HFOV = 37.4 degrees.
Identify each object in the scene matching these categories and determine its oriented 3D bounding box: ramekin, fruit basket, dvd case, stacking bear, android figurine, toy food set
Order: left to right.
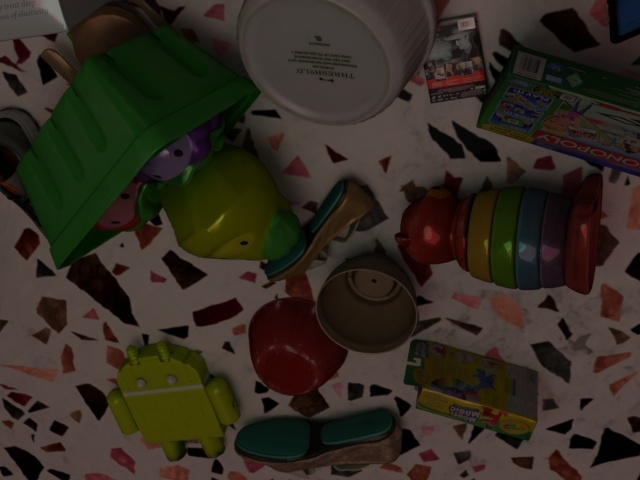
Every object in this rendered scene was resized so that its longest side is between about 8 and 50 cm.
[{"bbox_3d":[-0.313,-0.301,1.425,0.192,0.038,0.132,-33,116,21],"label":"toy food set"},{"bbox_3d":[-0.277,0.298,1.758,0.248,0.056,0.273,-7,120,17],"label":"android figurine"},{"bbox_3d":[-0.213,-0.078,1.385,0.392,0.283,0.392,19,126,27],"label":"fruit basket"},{"bbox_3d":[0.012,-0.275,1.263,0.273,0.127,0.273,14,140,12],"label":"ramekin"},{"bbox_3d":[0.189,-0.258,1.348,0.087,0.013,0.119,-7,119,16],"label":"dvd case"},{"bbox_3d":[0.259,-0.012,1.403,0.289,0.175,0.164,5,114,20],"label":"stacking bear"}]

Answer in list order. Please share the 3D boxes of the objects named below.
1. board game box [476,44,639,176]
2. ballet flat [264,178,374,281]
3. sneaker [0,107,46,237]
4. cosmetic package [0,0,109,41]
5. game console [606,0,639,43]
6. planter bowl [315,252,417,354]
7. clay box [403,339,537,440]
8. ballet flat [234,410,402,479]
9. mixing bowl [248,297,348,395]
[{"bbox_3d":[0.384,-0.158,1.265,0.317,0.213,0.046,17,78,2],"label":"board game box"},{"bbox_3d":[0.000,0.000,1.509,0.073,0.080,0.232,28,125,-23],"label":"ballet flat"},{"bbox_3d":[-0.470,-0.078,1.546,0.100,0.108,0.271,-19,116,20],"label":"sneaker"},{"bbox_3d":[-0.354,-0.373,1.179,0.217,0.385,0.156,-3,119,15],"label":"cosmetic package"},{"bbox_3d":[0.408,-0.330,1.203,0.122,0.071,0.107,-19,115,43],"label":"game console"},{"bbox_3d":[0.082,0.087,1.520,0.162,0.109,0.162,6,121,10],"label":"planter bowl"},{"bbox_3d":[0.246,0.243,1.566,0.222,0.127,0.053,15,123,4],"label":"clay box"},{"bbox_3d":[-0.001,0.384,1.722,0.316,0.107,0.106,-7,126,18],"label":"ballet flat"},{"bbox_3d":[-0.047,0.199,1.622,0.181,0.098,0.181,5,120,9],"label":"mixing bowl"}]
